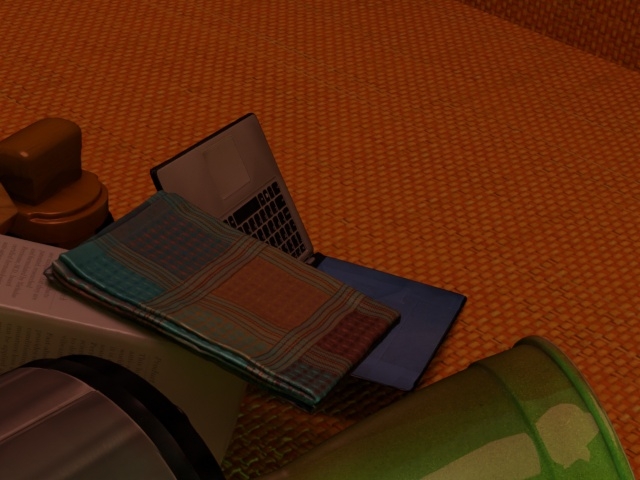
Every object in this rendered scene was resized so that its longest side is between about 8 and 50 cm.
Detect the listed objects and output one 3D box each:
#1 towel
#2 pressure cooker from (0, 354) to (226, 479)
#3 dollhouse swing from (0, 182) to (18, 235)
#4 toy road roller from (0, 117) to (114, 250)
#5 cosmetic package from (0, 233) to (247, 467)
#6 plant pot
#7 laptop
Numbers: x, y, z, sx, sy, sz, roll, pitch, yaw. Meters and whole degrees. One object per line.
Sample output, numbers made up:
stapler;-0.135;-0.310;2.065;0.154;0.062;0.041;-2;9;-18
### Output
towel;-0.109;0.062;1.516;0.370;0.040;0.271;26;30;15
pressure cooker;-0.270;0.314;1.181;0.375;0.369;0.420;-13;11;43
dollhouse swing;-0.646;-0.013;1.691;0.305;0.315;0.347;24;15;-43
toy road roller;-0.483;-0.082;1.929;0.330;0.240;0.202;19;34;21
cosmetic package;-0.322;0.144;1.533;0.453;0.230;0.161;14;29;-7
plant pot;0.113;0.321;1.312;0.353;0.366;0.366;-14;35;-11
laptop;0.000;0.000;1.835;0.236;0.408;0.382;-19;10;23
